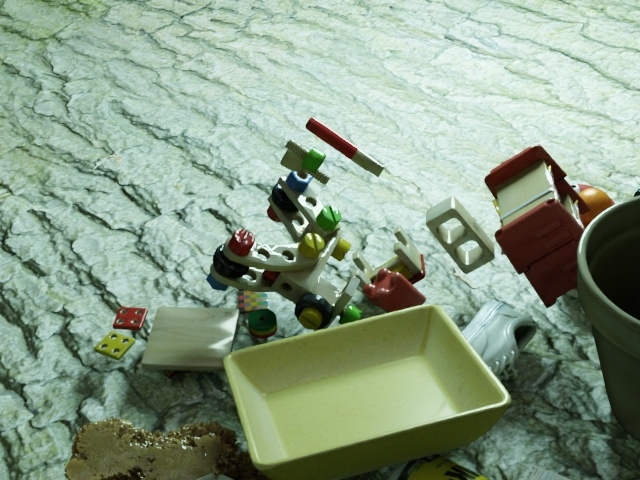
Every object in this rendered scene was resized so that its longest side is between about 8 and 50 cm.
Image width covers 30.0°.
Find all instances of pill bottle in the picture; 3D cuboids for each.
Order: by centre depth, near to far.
[{"bbox_3d":[0.190,0.358,1.527,0.208,0.119,0.119,22,45,29],"label":"pill bottle"}]

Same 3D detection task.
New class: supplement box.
[{"bbox_3d":[0.316,0.344,1.579,0.098,0.062,0.036,17,44,25],"label":"supplement box"}]

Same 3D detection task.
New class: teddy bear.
[{"bbox_3d":[-0.173,0.337,1.614,0.338,0.113,0.245,0,45,-8],"label":"teddy bear"}]

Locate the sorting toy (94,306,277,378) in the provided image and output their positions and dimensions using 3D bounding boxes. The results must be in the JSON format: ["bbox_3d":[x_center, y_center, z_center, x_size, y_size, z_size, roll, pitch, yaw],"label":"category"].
[{"bbox_3d":[-0.208,0.164,1.864,0.274,0.046,0.132,1,38,5],"label":"sorting toy"}]

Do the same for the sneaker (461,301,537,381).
[{"bbox_3d":[0.246,0.177,1.771,0.091,0.094,0.258,13,40,27],"label":"sneaker"}]

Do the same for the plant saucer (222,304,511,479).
[{"bbox_3d":[0.053,0.216,1.612,0.332,0.081,0.333,-13,22,-7],"label":"plant saucer"}]

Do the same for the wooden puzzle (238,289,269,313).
[{"bbox_3d":[-0.111,0.100,1.969,0.049,0.006,0.083,-6,38,-2],"label":"wooden puzzle"}]

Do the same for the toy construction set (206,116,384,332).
[{"bbox_3d":[0.000,0.000,1.855,0.237,0.309,0.257,34,18,4],"label":"toy construction set"}]

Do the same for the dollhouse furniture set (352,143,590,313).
[{"bbox_3d":[0.237,0.034,1.849,0.374,0.152,0.201,-32,24,20],"label":"dollhouse furniture set"}]

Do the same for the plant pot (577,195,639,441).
[{"bbox_3d":[0.507,0.134,1.654,0.323,0.280,0.323,-2,39,2],"label":"plant pot"}]

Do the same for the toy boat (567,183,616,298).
[{"bbox_3d":[0.443,-0.021,1.960,0.151,0.151,0.231,-7,38,-4],"label":"toy boat"}]

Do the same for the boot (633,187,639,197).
[{"bbox_3d":[0.624,-0.083,2.113,0.121,0.045,0.099,24,43,32],"label":"boot"}]

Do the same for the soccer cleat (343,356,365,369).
[{"bbox_3d":[0.068,0.204,1.769,0.179,0.072,0.060,12,41,19],"label":"soccer cleat"}]
